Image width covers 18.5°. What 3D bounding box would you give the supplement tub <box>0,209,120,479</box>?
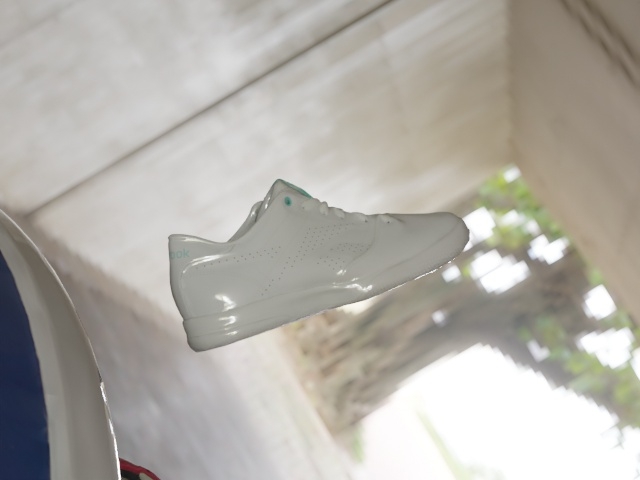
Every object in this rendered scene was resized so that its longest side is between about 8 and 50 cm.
[{"bbox_3d":[-0.216,0.048,0.347,0.316,0.228,0.228,24,27,-44],"label":"supplement tub"}]

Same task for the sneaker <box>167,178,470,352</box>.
[{"bbox_3d":[0.000,0.000,1.297,0.080,0.212,0.094,-23,-95,65],"label":"sneaker"}]

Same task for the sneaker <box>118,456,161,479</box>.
[{"bbox_3d":[-0.134,0.242,0.893,0.121,0.299,0.112,2,-16,46],"label":"sneaker"}]
